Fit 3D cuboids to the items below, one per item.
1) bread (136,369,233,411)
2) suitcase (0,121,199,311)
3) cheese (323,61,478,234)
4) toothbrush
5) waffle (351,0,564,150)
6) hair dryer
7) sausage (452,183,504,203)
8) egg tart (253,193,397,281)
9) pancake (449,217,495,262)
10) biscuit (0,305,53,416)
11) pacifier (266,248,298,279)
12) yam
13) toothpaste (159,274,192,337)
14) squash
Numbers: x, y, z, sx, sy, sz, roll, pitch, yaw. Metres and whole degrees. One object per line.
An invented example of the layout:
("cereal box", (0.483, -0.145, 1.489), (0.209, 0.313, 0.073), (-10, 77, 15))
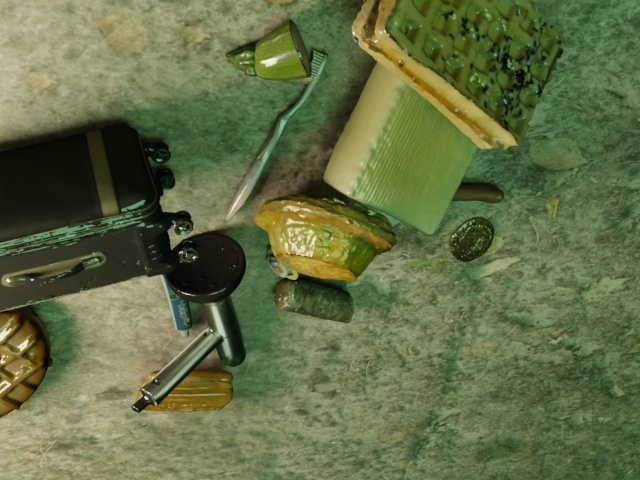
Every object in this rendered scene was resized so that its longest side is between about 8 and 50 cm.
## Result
("bread", (-0.286, 0.316, 1.972), (0.200, 0.077, 0.116), (2, 159, -15))
("suitcase", (-0.441, -0.036, 1.537), (0.434, 0.283, 0.194), (-15, 132, -10))
("cheese", (0.163, -0.176, 1.724), (0.242, 0.124, 0.265), (24, 95, -31))
("toothbrush", (-0.086, -0.187, 1.726), (0.037, 0.028, 0.375), (20, 115, -26))
("waffle", (0.244, -0.346, 1.600), (0.376, 0.114, 0.261), (35, 71, -33))
("hair dryer", (-0.239, 0.193, 1.809), (0.156, 0.284, 0.320), (15, 133, 20))
("sausage", (0.295, -0.096, 1.936), (0.186, 0.043, 0.043), (-2, 125, -22))
("egg tart", (0.000, 0.000, 1.754), (0.288, 0.288, 0.118), (21, 76, -32))
("pancake", (0.332, 0.000, 2.038), (0.115, 0.011, 0.115), (-11, 128, -14))
("biscuit", (-0.677, 0.217, 1.744), (0.332, 0.103, 0.332), (-10, 128, -13))
("pacifier", (-0.071, 0.040, 1.892), (0.064, 0.068, 0.083), (-47, 111, -27))
("yam", (-0.009, 0.126, 1.956), (0.179, 0.078, 0.078), (16, 117, -30))
("toothpaste", (-0.286, 0.120, 1.872), (0.057, 0.035, 0.197), (-25, 131, -24))
("squash", (-0.091, -0.308, 1.605), (0.132, 0.105, 0.105), (-18, 131, 9))
